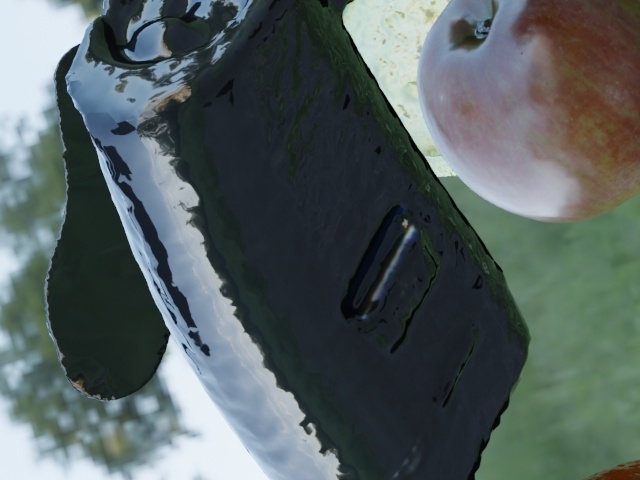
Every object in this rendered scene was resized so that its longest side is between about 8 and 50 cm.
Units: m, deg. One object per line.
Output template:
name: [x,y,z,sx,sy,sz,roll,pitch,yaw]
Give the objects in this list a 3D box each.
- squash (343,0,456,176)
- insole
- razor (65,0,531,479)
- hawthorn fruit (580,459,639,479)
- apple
squash: [0.133,-0.180,1.855,0.049,0.252,0.252,52,-157,-56]
insole: [-0.184,-0.024,1.689,0.009,0.119,0.348,91,172,-65]
razor: [-0.004,-0.001,0.961,0.189,0.107,0.327,-60,-42,-34]
hawthorn fruit: [0.202,0.215,1.179,0.251,0.199,0.199,22,-140,-26]
apple: [0.165,-0.112,1.408,0.174,0.188,0.188,37,-150,-28]
